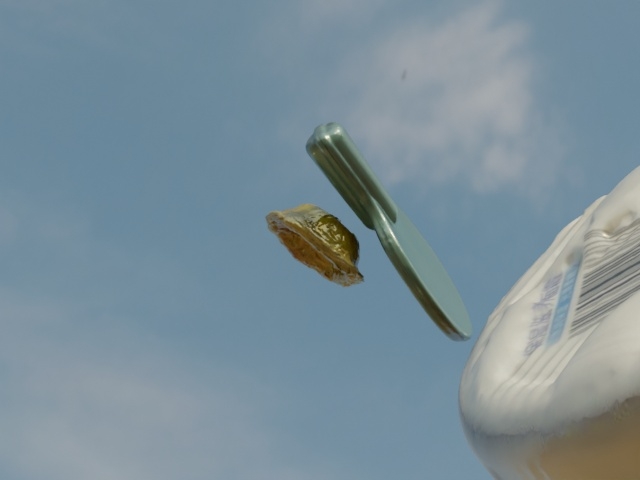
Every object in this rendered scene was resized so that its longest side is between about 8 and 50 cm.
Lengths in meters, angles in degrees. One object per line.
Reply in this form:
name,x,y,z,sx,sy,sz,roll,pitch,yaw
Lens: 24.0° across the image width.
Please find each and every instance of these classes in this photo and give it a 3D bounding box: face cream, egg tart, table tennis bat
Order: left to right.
egg tart,0.000,0.000,1.326,0.105,0.105,0.039,42,-102,-19
table tennis bat,0.064,-0.006,1.324,0.038,0.149,0.237,-32,-65,13
face cream,0.155,0.039,0.576,0.206,0.206,0.111,-34,-77,21
